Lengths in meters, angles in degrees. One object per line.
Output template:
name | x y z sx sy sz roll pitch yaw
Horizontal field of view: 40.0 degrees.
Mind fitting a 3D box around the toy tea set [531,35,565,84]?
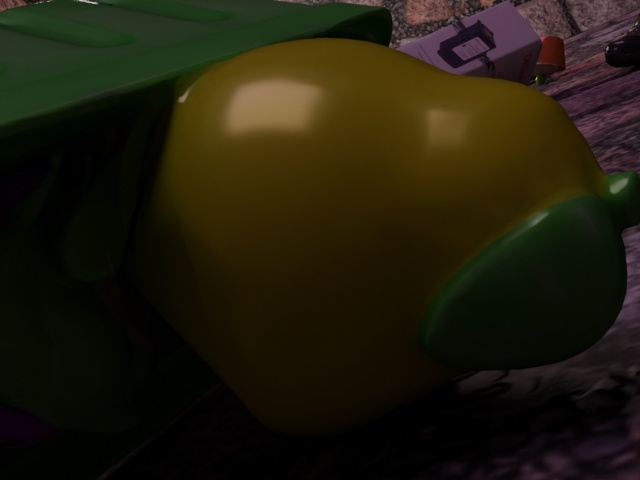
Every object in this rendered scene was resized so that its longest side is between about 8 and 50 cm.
toy tea set | 0.361 -0.331 1.803 0.199 0.124 0.336 5 -1 -13

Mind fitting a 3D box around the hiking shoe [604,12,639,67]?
hiking shoe | 0.504 -0.337 1.320 0.226 0.114 0.086 -27 9 -22

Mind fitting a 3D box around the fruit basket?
fruit basket | -0.051 0.010 0.441 0.391 0.283 0.392 11 32 -7

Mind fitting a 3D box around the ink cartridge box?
ink cartridge box | 0.216 -0.256 1.409 0.237 0.100 0.172 -25 -23 -11
